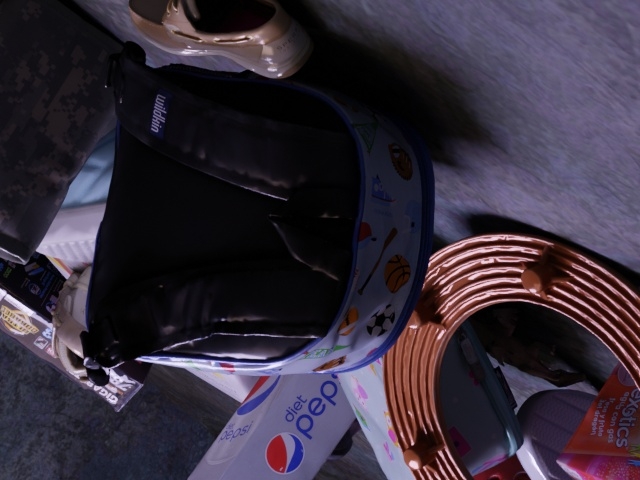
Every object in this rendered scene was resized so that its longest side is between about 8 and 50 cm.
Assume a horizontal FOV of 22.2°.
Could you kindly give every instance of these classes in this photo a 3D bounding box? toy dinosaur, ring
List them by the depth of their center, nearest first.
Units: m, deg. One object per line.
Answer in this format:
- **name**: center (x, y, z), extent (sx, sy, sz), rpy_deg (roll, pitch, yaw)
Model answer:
- **ring**: center (0.178, 0.155, 1.342), extent (0.336, 0.032, 0.337), rpy_deg (20, 122, 37)
- **toy dinosaur**: center (0.171, 0.097, 1.556), extent (0.183, 0.053, 0.092), rpy_deg (34, 168, 3)

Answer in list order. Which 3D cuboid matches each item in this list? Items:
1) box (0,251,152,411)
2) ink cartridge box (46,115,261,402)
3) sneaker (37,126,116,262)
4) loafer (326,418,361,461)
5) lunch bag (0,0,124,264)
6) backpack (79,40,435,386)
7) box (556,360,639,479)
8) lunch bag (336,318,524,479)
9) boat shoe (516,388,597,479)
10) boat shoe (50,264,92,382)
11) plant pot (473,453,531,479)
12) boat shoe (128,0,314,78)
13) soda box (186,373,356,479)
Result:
- **box**: center (-0.333, 0.044, 2.185), extent (0.293, 0.295, 0.073), rpy_deg (38, 122, -14)
- **ink cartridge box**: center (-0.177, 0.022, 1.910), extent (0.279, 0.160, 0.385), rpy_deg (30, 166, 20)
- **sneaker**: center (-0.147, -0.070, 1.600), extent (0.365, 0.150, 0.135), rpy_deg (-6, 165, 35)
- **loafer**: center (-0.017, 0.241, 2.081), extent (0.109, 0.095, 0.302), rpy_deg (56, -163, 7)
- **lunch bag**: center (-0.333, -0.118, 1.626), extent (0.169, 0.235, 0.287), rpy_deg (34, 168, -23)
- **backpack**: center (-0.038, -0.007, 1.272), extent (0.263, 0.277, 0.213), rpy_deg (9, -175, 44)
- **box**: center (0.338, 0.223, 1.432), extent (0.128, 0.123, 0.257), rpy_deg (19, 160, 48)
- **lunch bag**: center (0.089, 0.127, 1.590), extent (0.224, 0.107, 0.279), rpy_deg (65, 167, 4)
- **boat shoe**: center (0.303, 0.256, 1.630), extent (0.335, 0.121, 0.119), rpy_deg (36, 164, -22)
- **boat shoe**: center (-0.258, 0.102, 1.809), extent (0.109, 0.098, 0.302), rpy_deg (37, 166, -5)
- **plant pot**: center (0.233, 0.335, 1.976), extent (0.174, 0.191, 0.191), rpy_deg (36, 171, 41)
- **boat shoe**: center (-0.081, -0.172, 1.217), extent (0.170, 0.063, 0.059), rpy_deg (18, 154, 33)
- **soda box**: center (-0.027, 0.197, 1.879), extent (0.098, 0.286, 0.091), rpy_deg (40, 168, -19)
